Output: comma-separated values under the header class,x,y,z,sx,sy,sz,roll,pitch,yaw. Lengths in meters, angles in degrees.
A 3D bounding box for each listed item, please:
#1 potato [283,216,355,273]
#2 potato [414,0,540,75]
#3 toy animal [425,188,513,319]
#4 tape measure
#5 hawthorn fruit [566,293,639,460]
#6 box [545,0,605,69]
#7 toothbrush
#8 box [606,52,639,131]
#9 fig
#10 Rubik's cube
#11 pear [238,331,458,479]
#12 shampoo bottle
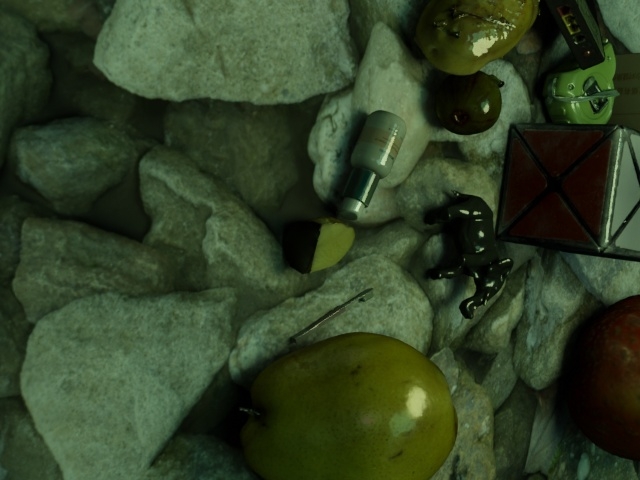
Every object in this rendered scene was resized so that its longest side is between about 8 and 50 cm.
class,x,y,z,sx,sy,sz,roll,pitch,yaw
potato,0.000,0.000,1.406,0.103,0.066,0.096,-3,122,-50
potato,0.300,-0.418,1.551,0.300,0.173,0.140,-45,165,-28
toy animal,0.290,0.025,1.624,0.146,0.115,0.244,-9,102,-39
tape measure,0.560,-0.315,1.816,0.200,0.106,0.175,-38,115,-29
hawthorn fruit,0.777,0.315,1.908,0.403,0.403,0.402,-6,100,-40
box,0.468,-0.511,1.665,0.350,0.058,0.211,43,40,-43
toothbrush,0.025,0.129,1.476,0.194,0.014,0.017,-28,113,-35
box,0.692,-0.228,1.876,0.051,0.205,0.364,-2,97,-40
fig,0.304,-0.281,1.610,0.236,0.124,0.124,-41,121,-46
Rubik's cube,0.548,-0.095,1.738,0.260,0.259,0.254,6,93,-40
pear,0.049,0.290,1.352,0.337,0.285,0.284,-17,107,-36
shampoo bottle,0.084,-0.127,1.453,0.074,0.074,0.192,33,75,-39
